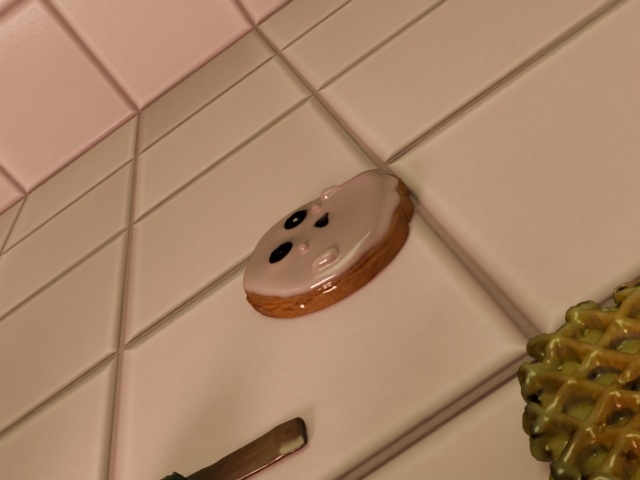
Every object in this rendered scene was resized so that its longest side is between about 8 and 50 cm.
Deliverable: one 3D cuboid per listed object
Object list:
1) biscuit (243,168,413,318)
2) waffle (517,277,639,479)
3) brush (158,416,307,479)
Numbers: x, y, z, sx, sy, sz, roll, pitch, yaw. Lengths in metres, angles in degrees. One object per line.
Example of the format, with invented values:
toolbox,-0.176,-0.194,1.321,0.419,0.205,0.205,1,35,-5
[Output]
biscuit,0.000,0.000,0.744,0.208,0.049,0.181,-25,29,19
waffle,0.202,0.078,0.398,0.184,0.036,0.169,-24,28,21
brush,-0.097,0.195,0.577,0.190,0.027,0.034,-30,30,12
